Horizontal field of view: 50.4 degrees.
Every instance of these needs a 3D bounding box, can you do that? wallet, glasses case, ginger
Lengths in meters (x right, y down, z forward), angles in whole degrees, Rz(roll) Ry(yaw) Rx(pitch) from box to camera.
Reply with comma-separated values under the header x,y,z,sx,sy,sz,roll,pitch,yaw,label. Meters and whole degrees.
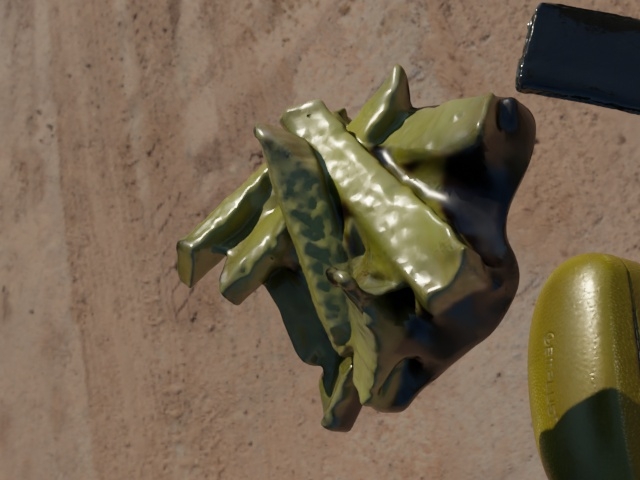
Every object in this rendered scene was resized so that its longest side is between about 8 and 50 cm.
x,y,z,sx,sy,sz,roll,pitch,yaw,label
0.443,-0.263,1.007,0.285,0.030,0.146,14,87,7,wallet
0.386,0.202,0.962,0.173,0.141,0.371,129,149,-61,glasses case
0.000,0.000,0.690,0.413,0.211,0.358,-28,52,59,ginger
